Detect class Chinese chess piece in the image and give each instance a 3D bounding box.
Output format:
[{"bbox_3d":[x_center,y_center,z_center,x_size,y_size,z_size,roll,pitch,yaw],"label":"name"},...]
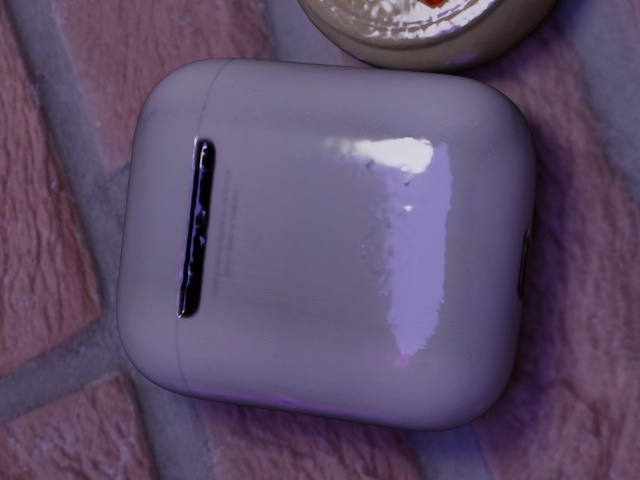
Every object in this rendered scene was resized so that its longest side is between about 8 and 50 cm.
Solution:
[{"bbox_3d":[0.086,-0.259,1.378,0.250,0.097,0.251,-1,87,22],"label":"Chinese chess piece"}]

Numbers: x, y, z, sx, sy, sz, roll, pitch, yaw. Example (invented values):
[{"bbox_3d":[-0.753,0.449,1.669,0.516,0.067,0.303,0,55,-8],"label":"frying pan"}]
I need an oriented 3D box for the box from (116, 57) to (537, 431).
[{"bbox_3d":[0.000,0.000,1.381,0.349,0.141,0.289,7,92,23],"label":"box"}]
